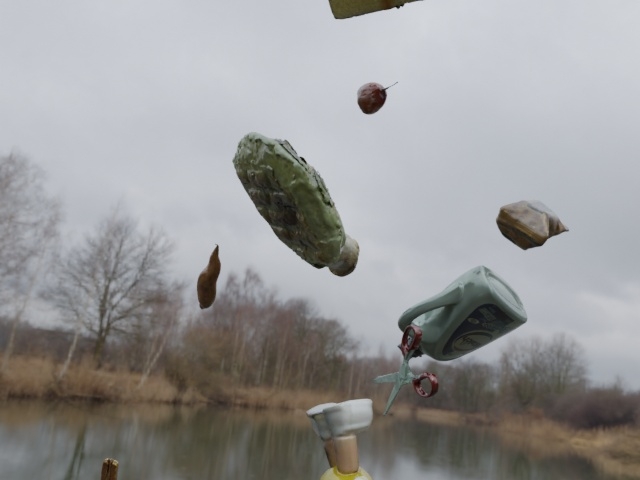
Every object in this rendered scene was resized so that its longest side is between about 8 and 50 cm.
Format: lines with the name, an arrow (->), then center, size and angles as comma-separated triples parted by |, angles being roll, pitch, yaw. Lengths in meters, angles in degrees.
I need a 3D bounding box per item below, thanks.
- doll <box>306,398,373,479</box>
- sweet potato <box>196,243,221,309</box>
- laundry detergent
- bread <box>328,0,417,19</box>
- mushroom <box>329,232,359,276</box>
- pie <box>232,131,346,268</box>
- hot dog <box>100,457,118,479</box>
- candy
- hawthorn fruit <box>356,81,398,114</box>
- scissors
doll -> 0.043, 0.503, 1.208 | 0.161, 0.423, 0.348 | -3, 9, -9
sweet potato -> -0.275, 0.092, 1.571 | 0.056, 0.195, 0.056 | 16, 25, -8
laundry detergent -> 0.274, 0.173, 1.349 | 0.280, 0.105, 0.215 | -31, -43, 26
bread -> 0.118, -0.584, 1.320 | 0.240, 0.178, 0.135 | -12, -37, 6
mushroom -> 0.000, 0.000, 1.538 | 0.095, 0.123, 0.351 | 20, -11, 29
pie -> -0.061, -0.074, 1.179 | 0.306, 0.071, 0.306 | 43, -21, 21
hot dog -> -0.443, 0.489, 1.337 | 0.037, 0.083, 0.021 | 17, 30, -4
candy -> 0.510, -0.047, 1.525 | 0.143, 0.101, 0.271 | 36, 24, 23
hawthorn fruit -> 0.125, -0.317, 1.375 | 0.066, 0.067, 0.103 | 17, -27, -39
scissors -> 0.165, 0.281, 1.295 | 0.017, 0.144, 0.248 | -3, -31, -22
